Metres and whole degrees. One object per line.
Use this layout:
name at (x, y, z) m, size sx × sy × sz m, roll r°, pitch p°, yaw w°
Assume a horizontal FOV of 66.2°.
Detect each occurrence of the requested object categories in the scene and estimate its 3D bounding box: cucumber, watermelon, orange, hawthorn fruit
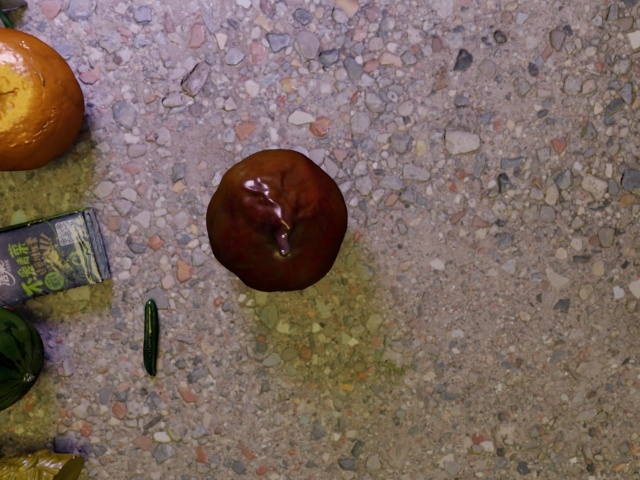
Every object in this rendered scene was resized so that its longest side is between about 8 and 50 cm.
cucumber at (-0.393, 0.226, 1.136) m, size 0.033 × 0.036 × 0.184 m, roll 3°, pitch 93°, yaw -10°
watermelon at (-0.714, 0.249, 1.022) m, size 0.243 × 0.242 × 0.242 m, roll 0°, pitch 95°, yaw -2°
orange at (-0.630, -0.278, 0.989) m, size 0.284 × 0.226 × 0.283 m, roll -2°, pitch 97°, yaw -12°
hawthorn fruit at (-0.093, -0.041, 0.994) m, size 0.309 × 0.325 × 0.307 m, roll -4°, pitch 75°, yaw 16°

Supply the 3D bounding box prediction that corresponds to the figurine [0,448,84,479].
figurine at (-0.727, 0.502, 1.087) m, size 0.316 × 0.168 × 0.187 m, roll 22°, pitch 51°, yaw 4°

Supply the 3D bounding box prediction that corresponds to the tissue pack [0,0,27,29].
tissue pack at (-0.709, -0.486, 0.980) m, size 0.156 × 0.209 × 0.148 m, roll -35°, pitch 95°, yaw -2°

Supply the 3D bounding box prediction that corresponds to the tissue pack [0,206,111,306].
tissue pack at (-0.607, 0.035, 1.092) m, size 0.236 × 0.073 × 0.173 m, roll -15°, pitch 95°, yaw -1°
